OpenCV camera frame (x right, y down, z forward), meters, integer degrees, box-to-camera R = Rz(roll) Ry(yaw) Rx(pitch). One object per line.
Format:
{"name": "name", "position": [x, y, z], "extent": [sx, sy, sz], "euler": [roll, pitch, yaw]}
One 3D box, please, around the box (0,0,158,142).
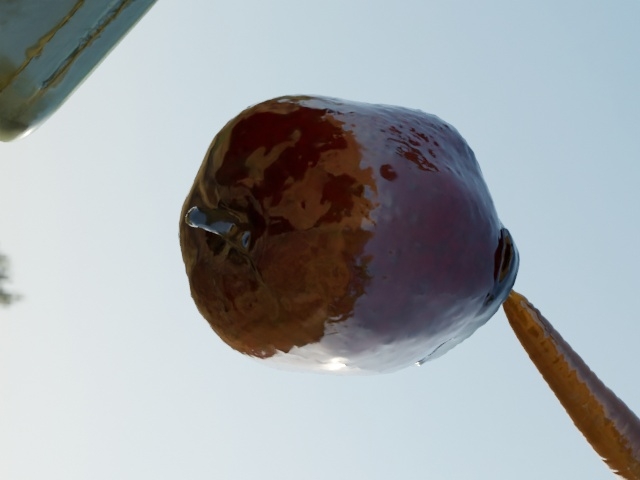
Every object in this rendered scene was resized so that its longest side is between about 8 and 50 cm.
{"name": "box", "position": [-0.209, -0.302, 0.830], "extent": [0.352, 0.344, 0.177], "euler": [-49, -159, -9]}

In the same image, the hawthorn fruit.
{"name": "hawthorn fruit", "position": [0.000, 0.000, 0.917], "extent": [0.215, 0.250, 0.215], "euler": [2, -87, 42]}

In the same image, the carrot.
{"name": "carrot", "position": [0.259, 0.156, 1.287], "extent": [0.062, 0.271, 0.066], "euler": [-27, -162, 53]}
